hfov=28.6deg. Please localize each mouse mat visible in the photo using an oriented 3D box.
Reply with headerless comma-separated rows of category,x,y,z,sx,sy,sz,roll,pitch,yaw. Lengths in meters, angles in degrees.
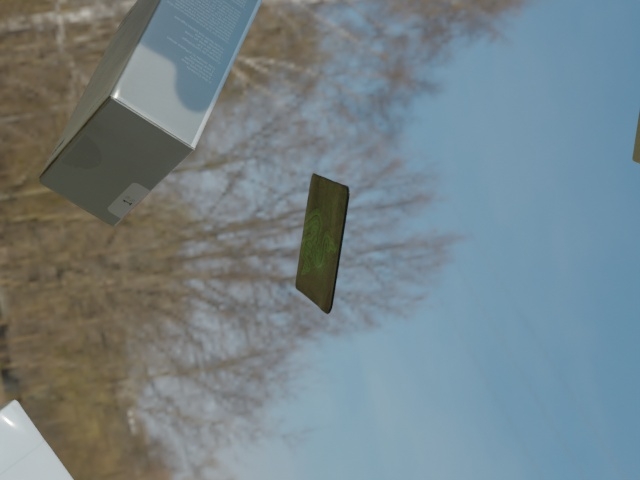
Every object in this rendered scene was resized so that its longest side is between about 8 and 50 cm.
mouse mat,0.000,0.000,1.529,0.190,0.007,0.152,-148,-114,-75

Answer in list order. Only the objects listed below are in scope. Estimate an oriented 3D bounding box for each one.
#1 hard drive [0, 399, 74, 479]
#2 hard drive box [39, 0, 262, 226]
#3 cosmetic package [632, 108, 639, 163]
hard drive,-0.193,0.314,0.809,0.353,0.233,0.047,56,-26,-6
hard drive box,-0.157,-0.155,1.194,0.181,0.089,0.232,-35,-151,51
cosmetic package,0.466,-0.143,1.414,0.183,0.151,0.151,-132,-134,-73
